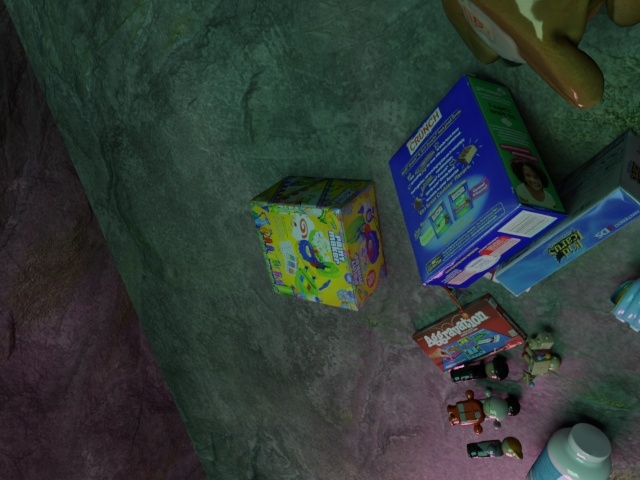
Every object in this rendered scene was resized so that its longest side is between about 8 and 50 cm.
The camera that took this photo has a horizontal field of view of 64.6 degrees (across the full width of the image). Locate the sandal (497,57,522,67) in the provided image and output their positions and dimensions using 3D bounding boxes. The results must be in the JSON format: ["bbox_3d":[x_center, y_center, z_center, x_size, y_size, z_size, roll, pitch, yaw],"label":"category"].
[{"bbox_3d":[0.307,-0.447,0.864,0.120,0.086,0.303,-17,125,5],"label":"sandal"}]

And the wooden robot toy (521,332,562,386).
[{"bbox_3d":[0.541,0.282,1.222,0.079,0.076,0.173,-3,123,-2],"label":"wooden robot toy"}]

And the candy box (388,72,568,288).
[{"bbox_3d":[0.278,-0.109,0.976,0.268,0.122,0.317,-50,41,47],"label":"candy box"}]

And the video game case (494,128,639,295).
[{"bbox_3d":[0.455,-0.049,0.915,0.061,0.244,0.269,41,135,1],"label":"video game case"}]

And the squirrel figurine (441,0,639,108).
[{"bbox_3d":[0.330,-0.452,0.659,0.370,0.281,0.397,-44,118,13],"label":"squirrel figurine"}]

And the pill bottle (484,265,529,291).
[{"bbox_3d":[0.371,0.019,1.114,0.221,0.121,0.121,26,132,21],"label":"pill bottle"}]

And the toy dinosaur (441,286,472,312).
[{"bbox_3d":[0.331,0.144,1.272,0.047,0.090,0.082,140,120,-61],"label":"toy dinosaur"}]

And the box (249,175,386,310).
[{"bbox_3d":[0.000,0.000,1.345,0.279,0.177,0.290,9,123,33],"label":"box"}]

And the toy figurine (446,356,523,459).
[{"bbox_3d":[0.430,0.431,1.293,0.148,0.213,0.210,-20,110,27],"label":"toy figurine"}]

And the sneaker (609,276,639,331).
[{"bbox_3d":[0.692,0.176,0.995,0.319,0.127,0.208,53,170,-35],"label":"sneaker"}]

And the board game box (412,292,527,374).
[{"bbox_3d":[0.382,0.253,1.333,0.145,0.027,0.281,48,136,1],"label":"board game box"}]

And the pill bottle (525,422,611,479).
[{"bbox_3d":[0.629,0.576,1.277,0.146,0.146,0.264,24,131,23],"label":"pill bottle"}]
